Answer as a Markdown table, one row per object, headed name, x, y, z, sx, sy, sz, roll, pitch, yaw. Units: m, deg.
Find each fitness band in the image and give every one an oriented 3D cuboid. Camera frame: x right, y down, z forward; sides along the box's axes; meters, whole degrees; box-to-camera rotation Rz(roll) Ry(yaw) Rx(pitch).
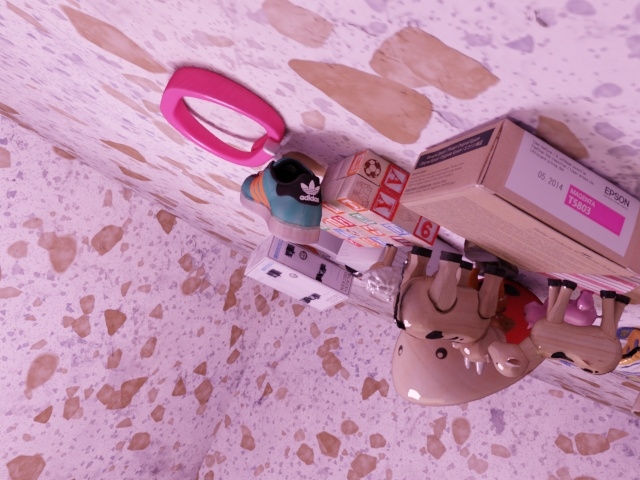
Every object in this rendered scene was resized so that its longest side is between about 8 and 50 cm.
| name | x | y | z | sx | sy | sz | roll | pitch | yaw |
| --- | --- | --- | --- | --- | --- | --- | --- | --- | --- |
| fitness band | -0.176 | -0.205 | 0.903 | 0.209 | 0.054 | 0.291 | 28 | 168 | -19 |

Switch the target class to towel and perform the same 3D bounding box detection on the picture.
| name | x | y | z | sx | sy | sz | roll | pitch | yaw |
| --- | --- | --- | --- | --- | --- | --- | --- | --- | --- |
| towel | 0.433 | 0.041 | 0.836 | 0.144 | 0.029 | 0.197 | 22 | 167 | 14 |

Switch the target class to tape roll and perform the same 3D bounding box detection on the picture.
| name | x | y | z | sx | sy | sz | roll | pitch | yaw |
| --- | --- | --- | --- | --- | --- | --- | --- | --- | --- |
| tape roll | 0.000 | 0.000 | 1.507 | 0.219 | 0.072 | 0.219 | 24 | 169 | 5 |

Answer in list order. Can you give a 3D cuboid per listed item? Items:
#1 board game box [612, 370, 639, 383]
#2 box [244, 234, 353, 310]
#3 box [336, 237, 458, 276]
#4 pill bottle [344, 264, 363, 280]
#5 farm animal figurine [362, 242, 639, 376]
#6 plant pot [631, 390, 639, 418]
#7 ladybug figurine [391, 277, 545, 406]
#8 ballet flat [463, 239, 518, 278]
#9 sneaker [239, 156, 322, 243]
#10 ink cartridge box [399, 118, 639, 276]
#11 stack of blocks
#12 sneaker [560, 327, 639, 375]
| name | x | y | z | sx | sy | sz | roll | pitch | yaw |
| --- | --- | --- | --- | --- | --- | --- | --- | --- | --- |
| board game box | 0.894 | 0.360 | 1.357 | 0.347 | 0.056 | 0.208 | 19 | 165 | 28 |
| box | -0.063 | 0.103 | 1.571 | 0.290 | 0.087 | 0.169 | 28 | 146 | -20 |
| box | 0.166 | 0.032 | 1.143 | 0.181 | 0.119 | 0.182 | 29 | 169 | -24 |
| pill bottle | 0.178 | 0.076 | 1.335 | 0.219 | 0.122 | 0.123 | 30 | 169 | -31 |
| farm animal figurine | 0.250 | 0.124 | 0.798 | 0.327 | 0.172 | 0.330 | 16 | 177 | -13 |
| plant pot | 0.684 | 0.245 | 0.824 | 0.284 | 0.190 | 0.284 | 24 | 171 | 4 |
| ladybug figurine | 0.318 | 0.189 | 1.088 | 0.305 | 0.161 | 0.449 | -11 | -174 | 43 |
| ballet flat | 0.321 | 0.028 | 0.975 | 0.084 | 0.058 | 0.250 | -3 | 163 | 29 |
| sneaker | -0.066 | -0.095 | 0.931 | 0.108 | 0.121 | 0.302 | 6 | -164 | -26 |
| ink cartridge box | 0.249 | -0.041 | 0.648 | 0.235 | 0.088 | 0.193 | 27 | 170 | -15 |
| stack of blocks | 0.076 | -0.063 | 0.950 | 0.171 | 0.087 | 0.297 | 28 | 170 | -17 |
| sneaker | 0.677 | 0.270 | 1.204 | 0.131 | 0.111 | 0.296 | 25 | 171 | -8 |
